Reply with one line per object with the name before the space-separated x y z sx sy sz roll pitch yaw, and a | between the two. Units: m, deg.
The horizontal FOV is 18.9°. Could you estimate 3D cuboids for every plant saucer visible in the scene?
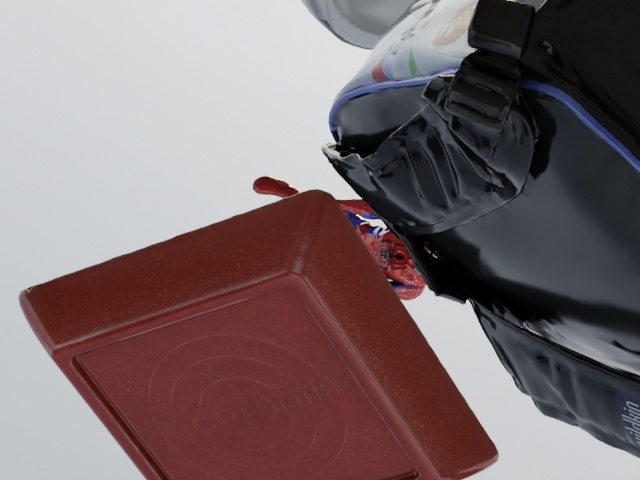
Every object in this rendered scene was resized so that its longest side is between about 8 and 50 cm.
plant saucer | -0.047 0.108 1.323 0.259 0.258 0.048 57 -150 -27

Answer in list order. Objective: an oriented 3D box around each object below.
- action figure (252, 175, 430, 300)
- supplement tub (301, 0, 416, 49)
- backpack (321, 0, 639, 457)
action figure | 0.000 0.000 1.758 0.139 0.091 0.280 0 -170 -39
supplement tub | 0.020 -0.360 1.918 0.207 0.207 0.338 1 -142 -31
backpack | 0.136 -0.042 0.901 0.213 0.263 0.276 -49 -68 -23
